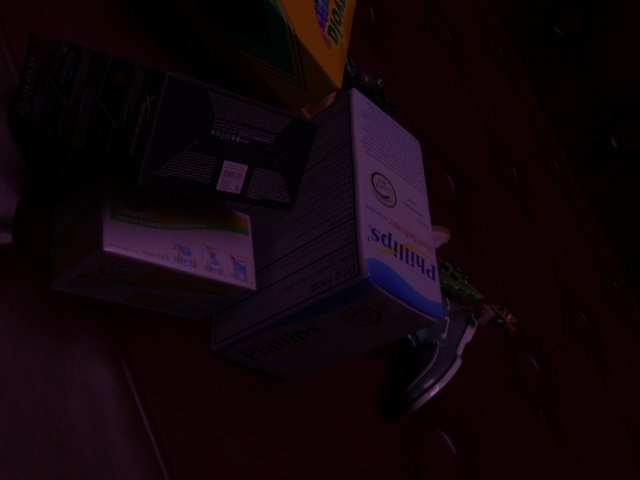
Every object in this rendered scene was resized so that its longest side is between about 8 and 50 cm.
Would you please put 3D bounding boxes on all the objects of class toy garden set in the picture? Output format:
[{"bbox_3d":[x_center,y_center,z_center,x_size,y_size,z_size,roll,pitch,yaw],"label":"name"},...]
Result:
[{"bbox_3d":[0.278,0.088,1.232,0.204,0.049,0.244,48,13,29],"label":"toy garden set"}]

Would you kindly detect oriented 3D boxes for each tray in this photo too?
[{"bbox_3d":[-0.125,-0.368,1.091,0.411,0.076,0.203,49,36,-29],"label":"tray"}]

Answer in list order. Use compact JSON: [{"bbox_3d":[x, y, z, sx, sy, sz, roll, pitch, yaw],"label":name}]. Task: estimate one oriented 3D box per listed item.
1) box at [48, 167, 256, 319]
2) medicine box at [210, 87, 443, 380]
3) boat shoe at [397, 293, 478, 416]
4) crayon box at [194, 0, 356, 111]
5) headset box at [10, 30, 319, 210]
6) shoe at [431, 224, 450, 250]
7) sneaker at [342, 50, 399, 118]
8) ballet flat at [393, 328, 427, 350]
[{"bbox_3d":[-0.187,0.010,0.744,0.203,0.114,0.103,20,52,-43],"label":"box"},{"bbox_3d":[0.000,0.000,0.859,0.149,0.263,0.289,29,46,-37],"label":"medicine box"},{"bbox_3d":[0.185,0.187,1.125,0.099,0.116,0.319,44,33,5],"label":"boat shoe"},{"bbox_3d":[-0.074,-0.439,1.040,0.313,0.106,0.363,44,39,-33],"label":"crayon box"},{"bbox_3d":[-0.186,-0.137,0.734,0.218,0.293,0.110,7,104,-51],"label":"headset box"},{"bbox_3d":[0.190,-0.005,1.287,0.219,0.076,0.058,10,84,-51],"label":"shoe"},{"bbox_3d":[0.100,-0.333,1.383,0.188,0.078,0.067,50,36,-16],"label":"sneaker"},{"bbox_3d":[0.080,0.071,1.047,0.247,0.083,0.087,42,56,-9],"label":"ballet flat"}]
